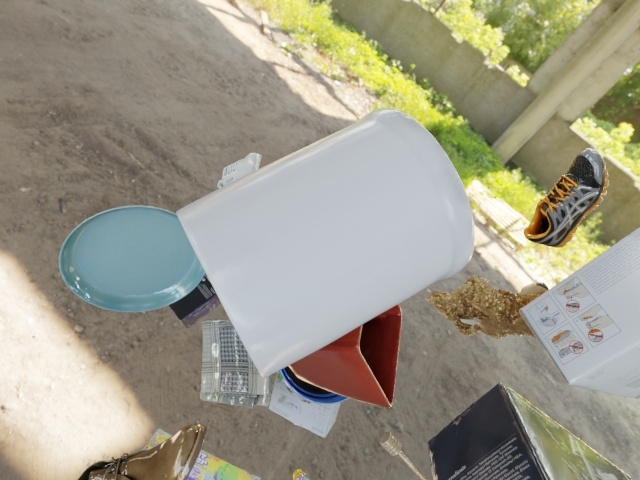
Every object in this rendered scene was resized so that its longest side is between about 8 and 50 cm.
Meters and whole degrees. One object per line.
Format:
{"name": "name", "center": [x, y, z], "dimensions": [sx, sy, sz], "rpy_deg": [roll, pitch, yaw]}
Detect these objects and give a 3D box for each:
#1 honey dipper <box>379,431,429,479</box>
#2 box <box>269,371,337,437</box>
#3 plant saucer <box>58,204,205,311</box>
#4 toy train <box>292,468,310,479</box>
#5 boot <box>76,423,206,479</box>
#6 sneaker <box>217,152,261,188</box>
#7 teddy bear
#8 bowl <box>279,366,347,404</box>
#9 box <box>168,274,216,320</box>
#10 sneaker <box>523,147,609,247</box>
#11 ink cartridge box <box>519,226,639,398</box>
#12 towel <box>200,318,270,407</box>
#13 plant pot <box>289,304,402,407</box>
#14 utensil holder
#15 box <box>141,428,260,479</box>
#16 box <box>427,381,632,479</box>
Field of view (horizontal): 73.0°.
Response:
{"name": "honey dipper", "center": [0.184, 0.460, 0.889], "dimensions": [0.160, 0.030, 0.030], "rpy_deg": [48, 30, -7]}
{"name": "box", "center": [-0.052, 0.613, 1.733], "dimensions": [0.262, 0.231, 0.127], "rpy_deg": [18, 19, 19]}
{"name": "plant saucer", "center": [-0.427, 0.042, 1.015], "dimensions": [0.318, 0.317, 0.043], "rpy_deg": [15, 31, -34]}
{"name": "toy train", "center": [-0.021, 0.592, 0.992], "dimensions": [0.125, 0.166, 0.046], "rpy_deg": [43, 73, 5]}
{"name": "boot", "center": [-0.309, 0.390, 0.700], "dimensions": [0.115, 0.305, 0.112], "rpy_deg": [43, 12, -14]}
{"name": "sneaker", "center": [-0.238, -0.188, 1.263], "dimensions": [0.095, 0.235, 0.090], "rpy_deg": [24, 62, -15]}
{"name": "teddy bear", "center": [0.412, 0.156, 1.020], "dimensions": [0.245, 0.338, 0.113], "rpy_deg": [33, 66, -6]}
{"name": "bowl", "center": [0.015, 0.393, 1.590], "dimensions": [0.391, 0.077, 0.391], "rpy_deg": [6, 73, -20]}
{"name": "box", "center": [-0.527, 0.265, 1.825], "dimensions": [0.184, 0.261, 0.103], "rpy_deg": [-34, 81, -19]}
{"name": "sneaker", "center": [0.470, -0.074, 0.835], "dimensions": [0.083, 0.214, 0.084], "rpy_deg": [1, 33, -13]}
{"name": "ink cartridge box", "center": [0.504, 0.089, 0.615], "dimensions": [0.272, 0.309, 0.130], "rpy_deg": [22, 35, -35]}
{"name": "towel", "center": [-0.326, 0.458, 1.632], "dimensions": [0.056, 0.312, 0.324], "rpy_deg": [15, 73, -68]}
{"name": "plant pot", "center": [0.038, 0.210, 1.031], "dimensions": [0.267, 0.236, 0.267], "rpy_deg": [-74, 148, -42]}
{"name": "utensil holder", "center": [0.000, 0.000, 0.744], "dimensions": [0.386, 0.327, 0.327], "rpy_deg": [-27, 63, -13]}
{"name": "box", "center": [-0.344, 0.671, 1.049], "dimensions": [0.290, 0.279, 0.177], "rpy_deg": [24, 19, 3]}
{"name": "box", "center": [0.533, 0.669, 0.946], "dimensions": [0.480, 0.297, 0.471], "rpy_deg": [36, 18, -8]}
